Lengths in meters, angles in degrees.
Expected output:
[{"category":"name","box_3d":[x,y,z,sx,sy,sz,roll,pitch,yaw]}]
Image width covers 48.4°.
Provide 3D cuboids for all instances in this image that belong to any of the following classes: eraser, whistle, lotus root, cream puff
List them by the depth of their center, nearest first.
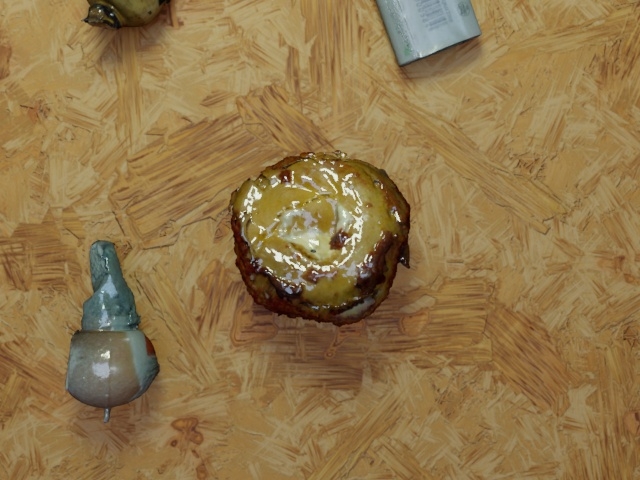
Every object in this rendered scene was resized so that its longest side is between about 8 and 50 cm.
[{"category":"lotus root","box_3d":[-0.345,-0.487,1.308,0.154,0.140,0.257,25,84,7]},{"category":"cream puff","box_3d":[0.001,0.005,1.335,0.350,0.229,0.351,0,72,1]},{"category":"whistle","box_3d":[-0.396,0.172,1.370,0.189,0.189,0.348,-1,82,-3]},{"category":"eraser","box_3d":[0.192,-0.472,1.372,0.174,0.081,0.227,-21,98,2]}]
